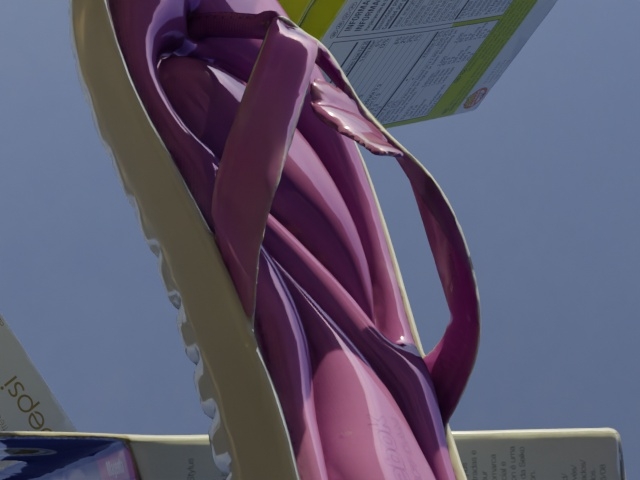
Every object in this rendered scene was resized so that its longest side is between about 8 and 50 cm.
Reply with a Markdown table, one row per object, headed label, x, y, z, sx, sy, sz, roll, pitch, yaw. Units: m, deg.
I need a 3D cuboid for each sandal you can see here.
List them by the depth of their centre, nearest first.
| label | x | y | z | sx | sy | sz | roll | pitch | yaw |
| --- | --- | --- | --- | --- | --- | --- | --- | --- | --- |
| sandal | 0.010 | 0.003 | 0.742 | 0.102 | 0.169 | 0.416 | -36 | -122 | 27 |

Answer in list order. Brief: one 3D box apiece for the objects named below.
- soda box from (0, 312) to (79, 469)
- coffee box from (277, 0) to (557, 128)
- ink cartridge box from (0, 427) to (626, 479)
| label | x | y | z | sx | sy | sz | roll | pitch | yaw |
| --- | --- | --- | --- | --- | --- | --- | --- | --- | --- |
| soda box | -0.223 | 0.155 | 1.300 | 0.069 | 0.216 | 0.074 | -39 | -162 | -31 |
| coffee box | 0.029 | -0.329 | 1.608 | 0.334 | 0.338 | 0.337 | -15 | -119 | -43 |
| ink cartridge box | -0.056 | 0.150 | 0.953 | 0.330 | 0.324 | 0.071 | 1 | -102 | -21 |
